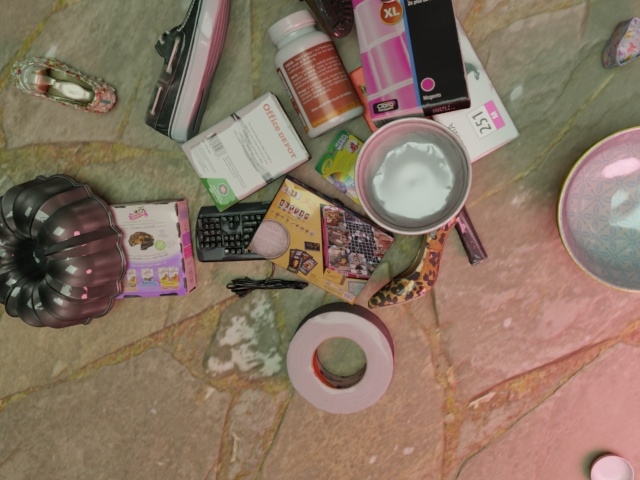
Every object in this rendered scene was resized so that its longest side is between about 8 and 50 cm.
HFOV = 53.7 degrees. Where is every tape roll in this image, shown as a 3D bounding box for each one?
[{"bbox_3d":[0.042,0.242,1.306,0.219,0.072,0.219,1,99,7],"label":"tape roll"}]

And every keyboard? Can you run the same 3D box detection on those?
[{"bbox_3d":[-0.102,0.020,1.309,0.316,0.033,0.202,-3,99,9],"label":"keyboard"}]

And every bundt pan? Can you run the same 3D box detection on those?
[{"bbox_3d":[-0.564,0.033,1.286,0.330,0.124,0.331,4,102,21],"label":"bundt pan"}]

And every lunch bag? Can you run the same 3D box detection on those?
[{"bbox_3d":[0.548,-0.349,1.136,0.053,0.071,0.083,28,100,-2],"label":"lunch bag"}]

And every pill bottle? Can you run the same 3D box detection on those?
[{"bbox_3d":[-0.012,-0.313,1.192,0.121,0.121,0.216,-24,96,11],"label":"pill bottle"}]

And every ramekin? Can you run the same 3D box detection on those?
[{"bbox_3d":[0.167,-0.111,1.149,0.207,0.109,0.207,0,88,9],"label":"ramekin"}]

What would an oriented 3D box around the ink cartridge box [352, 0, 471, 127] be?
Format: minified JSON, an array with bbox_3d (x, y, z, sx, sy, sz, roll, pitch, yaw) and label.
[{"bbox_3d":[0.152,-0.402,1.136,0.175,0.069,0.371,-10,81,14],"label":"ink cartridge box"}]

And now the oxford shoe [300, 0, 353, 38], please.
[{"bbox_3d":[-0.013,-0.460,1.136,0.082,0.096,0.227,-26,90,-32],"label":"oxford shoe"}]

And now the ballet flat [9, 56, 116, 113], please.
[{"bbox_3d":[-0.535,-0.321,1.284,0.240,0.077,0.091,14,102,6],"label":"ballet flat"}]

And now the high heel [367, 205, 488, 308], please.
[{"bbox_3d":[0.177,0.009,1.232,0.261,0.093,0.186,-29,100,-3],"label":"high heel"}]

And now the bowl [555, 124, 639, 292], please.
[{"bbox_3d":[0.561,-0.063,1.140,0.289,0.156,0.290,1,100,8],"label":"bowl"}]

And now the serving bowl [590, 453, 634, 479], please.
[{"bbox_3d":[0.593,0.473,1.294,0.083,0.027,0.084,1,101,8],"label":"serving bowl"}]

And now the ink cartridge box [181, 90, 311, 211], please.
[{"bbox_3d":[-0.141,-0.175,1.246,0.208,0.087,0.153,-29,95,8],"label":"ink cartridge box"}]

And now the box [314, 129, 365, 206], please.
[{"bbox_3d":[0.086,-0.128,1.245,0.179,0.043,0.105,38,103,5],"label":"box"}]

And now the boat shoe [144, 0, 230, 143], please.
[{"bbox_3d":[-0.264,-0.357,1.217,0.119,0.121,0.335,19,104,0],"label":"boat shoe"}]

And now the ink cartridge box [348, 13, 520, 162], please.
[{"bbox_3d":[0.205,-0.258,1.205,0.238,0.060,0.275,-29,95,10],"label":"ink cartridge box"}]

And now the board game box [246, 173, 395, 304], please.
[{"bbox_3d":[0.000,0.000,1.248,0.243,0.042,0.165,29,105,-8],"label":"board game box"}]

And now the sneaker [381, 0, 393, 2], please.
[{"bbox_3d":[0.136,-0.445,1.090,0.083,0.035,0.031,-35,78,9],"label":"sneaker"}]

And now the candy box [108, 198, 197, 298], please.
[{"bbox_3d":[-0.356,0.016,1.321,0.164,0.070,0.196,-3,100,8],"label":"candy box"}]
